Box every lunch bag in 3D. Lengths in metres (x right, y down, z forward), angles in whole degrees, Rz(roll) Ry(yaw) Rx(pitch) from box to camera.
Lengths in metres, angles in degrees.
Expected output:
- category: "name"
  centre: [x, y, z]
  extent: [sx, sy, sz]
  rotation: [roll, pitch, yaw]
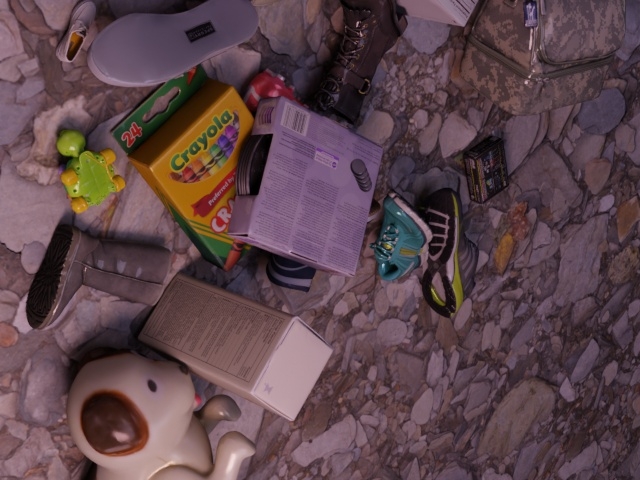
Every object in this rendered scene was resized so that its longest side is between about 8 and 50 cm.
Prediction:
- category: "lunch bag"
  centre: [0.451, -0.413, 2.039]
  extent: [0.305, 0.212, 0.256]
  rotation: [-16, 133, -35]

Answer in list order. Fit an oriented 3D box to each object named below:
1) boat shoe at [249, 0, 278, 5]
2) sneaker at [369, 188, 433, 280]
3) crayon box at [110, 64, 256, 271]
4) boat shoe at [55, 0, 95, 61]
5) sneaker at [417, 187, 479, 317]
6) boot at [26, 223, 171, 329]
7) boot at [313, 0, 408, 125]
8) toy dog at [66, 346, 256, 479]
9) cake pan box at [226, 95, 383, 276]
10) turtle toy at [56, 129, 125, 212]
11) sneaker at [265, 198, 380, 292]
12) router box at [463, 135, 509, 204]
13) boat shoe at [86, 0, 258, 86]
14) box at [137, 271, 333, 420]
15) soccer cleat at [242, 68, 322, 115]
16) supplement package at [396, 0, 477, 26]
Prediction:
- category: "boat shoe"
  centre: [-0.036, -0.468, 1.730]
  extent: [0.233, 0.084, 0.079]
  rotation: [-35, 92, -18]
- category: "sneaker"
  centre: [0.154, 0.001, 2.024]
  extent: [0.110, 0.107, 0.275]
  rotation: [-35, 152, -12]
- category: "crayon box"
  centre: [-0.184, -0.124, 1.725]
  extent: [0.202, 0.081, 0.318]
  rotation: [-47, 131, -16]
- category: "boat shoe"
  centre: [-0.358, -0.310, 1.523]
  extent: [0.035, 0.035, 0.100]
  rotation: [31, 87, -44]
- category: "sneaker"
  centre: [0.276, 0.013, 2.189]
  extent: [0.121, 0.111, 0.300]
  rotation: [-36, 134, -38]
- category: "boot"
  centre: [-0.357, 0.075, 1.673]
  extent: [0.208, 0.076, 0.190]
  rotation: [23, 94, -51]
- category: "boot"
  centre: [0.054, -0.333, 1.824]
  extent: [0.229, 0.091, 0.263]
  rotation: [-62, 149, -1]
- category: "toy dog"
  centre: [-0.303, 0.367, 1.733]
  extent: [0.395, 0.284, 0.408]
  rotation: [-5, 117, -2]
- category: "cake pan box"
  centre: [-0.023, -0.087, 1.740]
  extent: [0.267, 0.070, 0.246]
  rotation: [20, 75, -41]
- category: "turtle toy"
  centre: [-0.365, -0.110, 1.580]
  extent: [0.095, 0.066, 0.130]
  rotation: [-33, 126, -29]
- category: "sneaker"
  centre: [0.000, 0.000, 1.933]
  extent: [0.282, 0.099, 0.153]
  rotation: [-24, 142, -51]
- category: "router box"
  centre: [0.360, -0.152, 2.224]
  extent: [0.092, 0.038, 0.122]
  rotation: [-33, 126, -28]
- category: "boat shoe"
  centre: [-0.238, -0.304, 1.584]
  extent: [0.306, 0.105, 0.113]
  rotation: [-35, 100, -37]
- category: "box"
  centre: [-0.147, 0.172, 1.714]
  extent: [0.121, 0.311, 0.148]
  rotation: [44, 72, -43]
- category: "soccer cleat"
  centre: [-0.046, -0.203, 1.819]
  extent: [0.095, 0.083, 0.248]
  rotation: [-51, 131, -2]
- category: "supplement package"
  centre: [0.195, -0.515, 1.816]
  extent: [0.149, 0.194, 0.203]
  rotation: [31, 86, -44]
